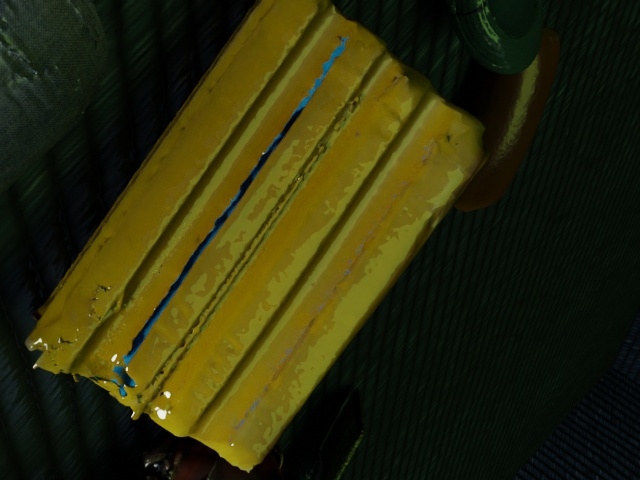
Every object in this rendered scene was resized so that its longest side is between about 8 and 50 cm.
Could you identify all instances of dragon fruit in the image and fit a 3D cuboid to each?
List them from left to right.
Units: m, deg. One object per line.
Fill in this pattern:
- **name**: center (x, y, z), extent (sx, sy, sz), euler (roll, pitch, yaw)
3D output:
- **dragon fruit**: center (-0.111, 0.259, 0.819), extent (0.182, 0.182, 0.188), euler (-46, -169, -17)

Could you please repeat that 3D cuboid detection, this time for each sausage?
- **sausage**: center (0.211, -0.142, 0.968), extent (0.098, 0.098, 0.238), euler (-19, 133, -48)

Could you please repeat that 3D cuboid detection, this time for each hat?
- **hat**: center (0.158, -0.255, 0.788), extent (0.138, 0.078, 0.191), euler (-45, 132, -34)

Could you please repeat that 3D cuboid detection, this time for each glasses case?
- **glasses case**: center (-0.227, -0.040, 0.430), extent (0.282, 0.067, 0.109), euler (-48, 154, -17)

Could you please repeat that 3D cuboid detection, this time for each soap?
- **soap**: center (-0.046, -0.009, 0.613), extent (0.204, 0.096, 0.324), euler (36, 90, -20)

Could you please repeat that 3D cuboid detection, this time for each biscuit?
- **biscuit**: center (0.005, 0.327, 1.144), extent (0.139, 0.016, 0.231), euler (-90, -155, -74)

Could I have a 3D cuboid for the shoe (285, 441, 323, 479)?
- **shoe**: center (-0.052, 0.335, 1.108), extent (0.143, 0.064, 0.071), euler (-55, 131, -14)
